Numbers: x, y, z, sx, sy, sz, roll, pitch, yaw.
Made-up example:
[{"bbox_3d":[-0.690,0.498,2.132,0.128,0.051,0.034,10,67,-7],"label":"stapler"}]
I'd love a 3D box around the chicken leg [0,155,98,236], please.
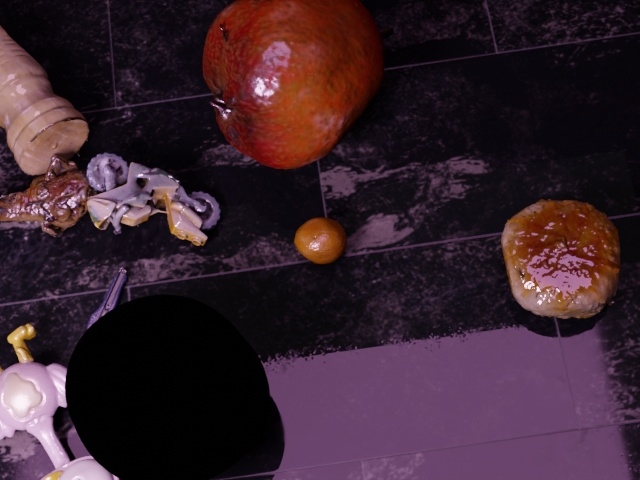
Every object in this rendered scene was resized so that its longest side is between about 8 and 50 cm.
[{"bbox_3d":[-0.458,-0.060,1.945,0.196,0.080,0.125,-30,80,-13],"label":"chicken leg"}]

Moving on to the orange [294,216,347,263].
[{"bbox_3d":[0.000,0.000,1.903,0.085,0.085,0.085,-1,67,3],"label":"orange"}]

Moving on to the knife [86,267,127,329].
[{"bbox_3d":[-0.341,0.099,1.915,0.031,0.018,0.121,18,68,9],"label":"knife"}]

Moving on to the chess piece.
[{"bbox_3d":[-0.521,-0.260,2.014,0.137,0.137,0.301,-34,70,-10],"label":"chess piece"}]

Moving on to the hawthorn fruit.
[{"bbox_3d":[-0.018,-0.283,1.935,0.369,0.284,0.285,-29,67,-33],"label":"hawthorn fruit"}]

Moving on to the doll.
[{"bbox_3d":[-0.409,0.307,1.793,0.160,0.094,0.365,-28,68,-5],"label":"doll"}]

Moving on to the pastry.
[{"bbox_3d":[0.374,0.026,1.860,0.182,0.093,0.192,1,68,7],"label":"pastry"}]

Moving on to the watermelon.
[{"bbox_3d":[-0.223,0.215,1.720,0.285,0.285,0.285,-1,67,3],"label":"watermelon"}]

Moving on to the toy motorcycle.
[{"bbox_3d":[-0.280,-0.051,1.927,0.229,0.094,0.129,23,58,-8],"label":"toy motorcycle"}]
